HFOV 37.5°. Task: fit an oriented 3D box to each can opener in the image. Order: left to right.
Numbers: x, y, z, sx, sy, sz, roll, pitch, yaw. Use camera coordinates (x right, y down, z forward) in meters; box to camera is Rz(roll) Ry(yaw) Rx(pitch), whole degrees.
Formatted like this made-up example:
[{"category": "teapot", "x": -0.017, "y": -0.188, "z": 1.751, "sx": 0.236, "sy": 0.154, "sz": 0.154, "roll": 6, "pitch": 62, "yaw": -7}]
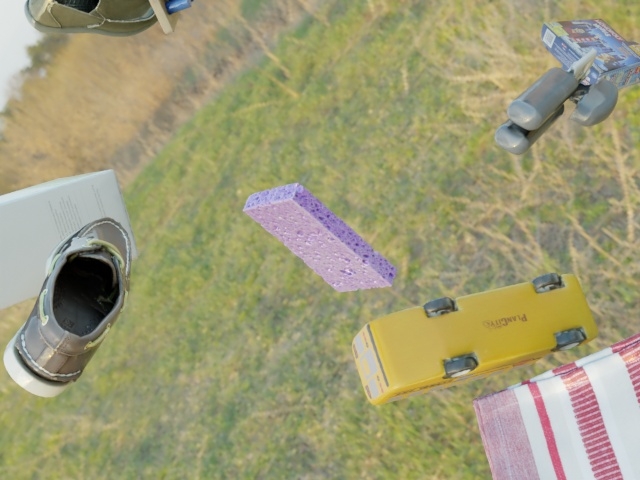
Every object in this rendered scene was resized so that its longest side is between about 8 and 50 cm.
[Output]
[{"category": "can opener", "x": 0.322, "y": -0.176, "z": 1.229, "sx": 0.283, "sy": 0.095, "sz": 0.076, "roll": -40, "pitch": -22, "yaw": -50}]

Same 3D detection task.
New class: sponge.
[{"category": "sponge", "x": 0.000, "y": 0.000, "z": 1.314, "sx": 0.117, "sy": 0.210, "sz": 0.031, "roll": -9, "pitch": 48, "yaw": 50}]

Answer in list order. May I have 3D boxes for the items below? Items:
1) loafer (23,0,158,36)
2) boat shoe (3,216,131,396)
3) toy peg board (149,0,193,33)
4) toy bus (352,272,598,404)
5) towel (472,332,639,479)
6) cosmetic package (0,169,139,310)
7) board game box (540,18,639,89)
[{"category": "loafer", "x": -0.376, "y": -0.406, "z": 1.620, "sx": 0.251, "sy": 0.094, "sz": 0.087, "roll": -17, "pitch": -9, "yaw": -35}, {"category": "boat shoe", "x": -0.292, "y": 0.058, "z": 1.180, "sx": 0.097, "sy": 0.116, "sz": 0.324, "roll": -46, "pitch": 16, "yaw": 26}, {"category": "toy peg board", "x": -0.231, "y": -0.436, "z": 1.475, "sx": 0.079, "sy": 0.160, "sz": 0.161, "roll": -16, "pitch": 34, "yaw": 12}, {"category": "toy bus", "x": 0.225, "y": 0.141, "z": 1.358, "sx": 0.130, "sy": 0.333, "sz": 0.108, "roll": 120, "pitch": 136, "yaw": -61}, {"category": "towel", "x": 0.361, "y": 0.252, "z": 1.170, "sx": 0.329, "sy": 0.037, "sz": 0.237, "roll": -28, "pitch": 56, "yaw": 24}, {"category": "cosmetic package", "x": -0.484, "y": 0.018, "z": 1.404, "sx": 0.197, "sy": 0.155, "sz": 0.365, "roll": -3, "pitch": 15, "yaw": 46}, {"category": "board game box", "x": 0.560, "y": -0.362, "z": 1.855, "sx": 0.060, "sy": 0.194, "sz": 0.194, "roll": 104, "pitch": 148, "yaw": -40}]
